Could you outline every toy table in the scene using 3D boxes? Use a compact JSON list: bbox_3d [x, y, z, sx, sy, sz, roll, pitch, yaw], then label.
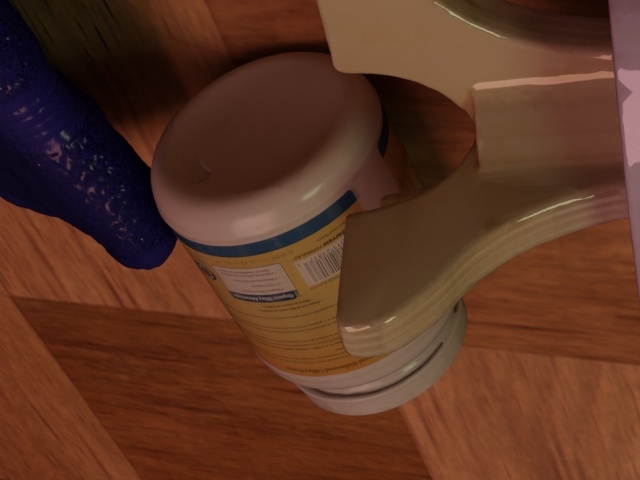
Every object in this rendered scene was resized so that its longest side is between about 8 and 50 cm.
[{"bbox_3d":[0.096,-0.051,0.751,0.161,0.252,0.274,-4,128,13],"label":"toy table"}]

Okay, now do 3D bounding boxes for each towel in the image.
[{"bbox_3d":[-0.217,-0.124,0.932,0.227,0.076,0.308,23,157,48],"label":"towel"}]

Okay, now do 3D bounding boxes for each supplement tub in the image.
[{"bbox_3d":[0.000,0.000,0.945,0.144,0.144,0.200,1,139,32],"label":"supplement tub"}]
